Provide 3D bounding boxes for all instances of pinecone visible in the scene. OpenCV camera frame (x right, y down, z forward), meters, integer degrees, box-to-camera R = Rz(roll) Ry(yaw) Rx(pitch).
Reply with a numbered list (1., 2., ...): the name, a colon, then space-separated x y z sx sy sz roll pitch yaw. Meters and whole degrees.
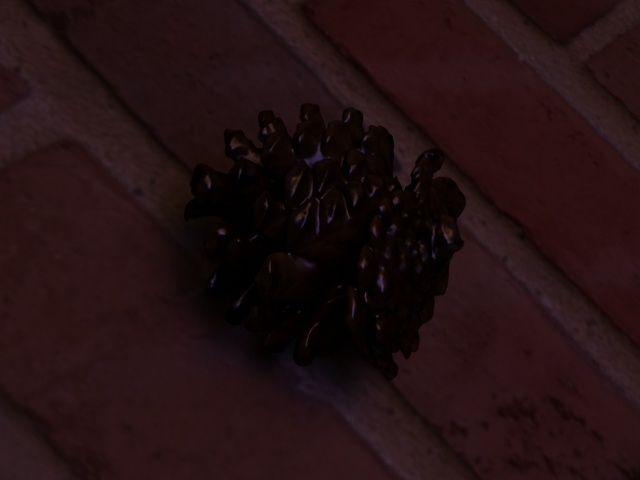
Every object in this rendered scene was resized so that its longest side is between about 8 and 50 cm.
1. pinecone: 0.003 -0.001 0.766 0.195 0.150 0.179 34 49 -3
